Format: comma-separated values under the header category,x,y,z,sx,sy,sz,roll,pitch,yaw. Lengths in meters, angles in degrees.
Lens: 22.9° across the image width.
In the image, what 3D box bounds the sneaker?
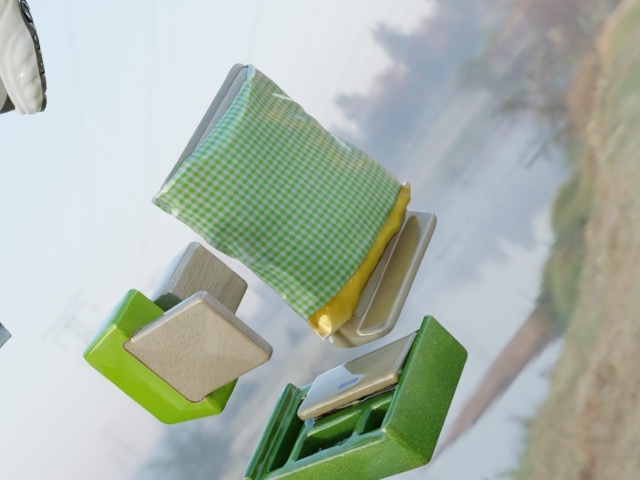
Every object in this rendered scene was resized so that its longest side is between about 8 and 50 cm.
category,x,y,z,sx,sy,sz,roll,pitch,yaw
sneaker,-0.298,-0.218,1.298,0.100,0.108,0.271,-117,17,-59

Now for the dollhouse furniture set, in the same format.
category,x,y,z,sx,sy,sz,roll,pitch,yaw
dollhouse furniture set,0.000,0.000,1.087,0.151,0.197,0.301,-30,26,44

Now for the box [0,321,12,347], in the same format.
category,x,y,z,sx,sy,sz,roll,pitch,yaw
box,-0.215,0.077,0.747,0.137,0.027,0.094,-18,27,47
